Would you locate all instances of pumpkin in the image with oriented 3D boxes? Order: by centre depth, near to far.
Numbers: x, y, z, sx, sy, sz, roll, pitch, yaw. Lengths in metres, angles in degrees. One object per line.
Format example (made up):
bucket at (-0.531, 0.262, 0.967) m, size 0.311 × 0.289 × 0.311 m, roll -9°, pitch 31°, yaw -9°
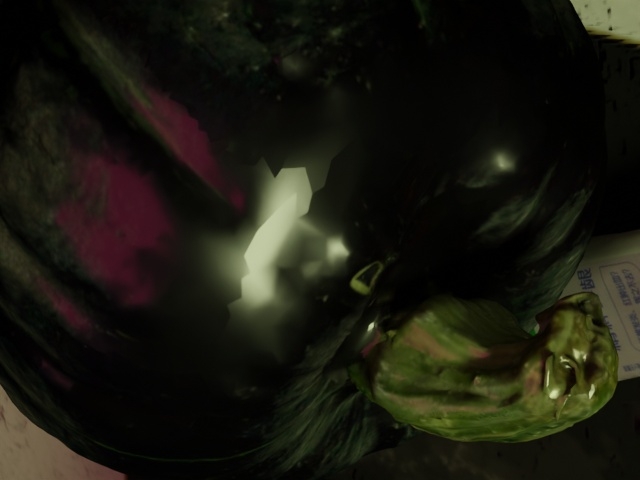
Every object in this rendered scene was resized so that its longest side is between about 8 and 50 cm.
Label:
pumpkin at (0.000, 0.000, 0.534) m, size 0.296 × 0.296 × 0.295 m, roll 20°, pitch 122°, yaw 36°

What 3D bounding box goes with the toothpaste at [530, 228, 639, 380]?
toothpaste at (0.195, 0.015, 0.545) m, size 0.301 × 0.048 × 0.075 m, roll -16°, pitch 108°, yaw 48°
